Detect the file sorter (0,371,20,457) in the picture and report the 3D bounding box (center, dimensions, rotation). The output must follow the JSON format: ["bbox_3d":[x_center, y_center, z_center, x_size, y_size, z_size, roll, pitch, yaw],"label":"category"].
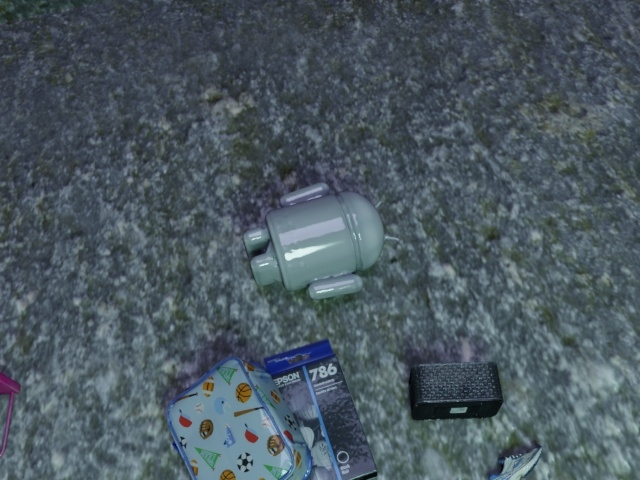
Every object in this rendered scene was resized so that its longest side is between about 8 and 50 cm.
[{"bbox_3d":[-0.785,0.346,1.299,0.202,0.290,0.182,-5,60,0],"label":"file sorter"}]

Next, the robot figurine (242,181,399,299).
[{"bbox_3d":[0.000,0.000,1.522,0.353,0.200,0.300,-16,68,-7],"label":"robot figurine"}]

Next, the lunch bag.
[{"bbox_3d":[-0.175,0.401,1.302,0.243,0.115,0.303,-41,59,10],"label":"lunch bag"}]

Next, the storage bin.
[{"bbox_3d":[0.280,0.318,1.347,0.180,0.122,0.084,-2,57,2],"label":"storage bin"}]

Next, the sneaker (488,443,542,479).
[{"bbox_3d":[0.394,0.453,1.297,0.135,0.052,0.058,-37,58,-19],"label":"sneaker"}]

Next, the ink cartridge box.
[{"bbox_3d":[-0.009,0.365,1.372,0.165,0.065,0.332,-18,57,-7],"label":"ink cartridge box"}]
